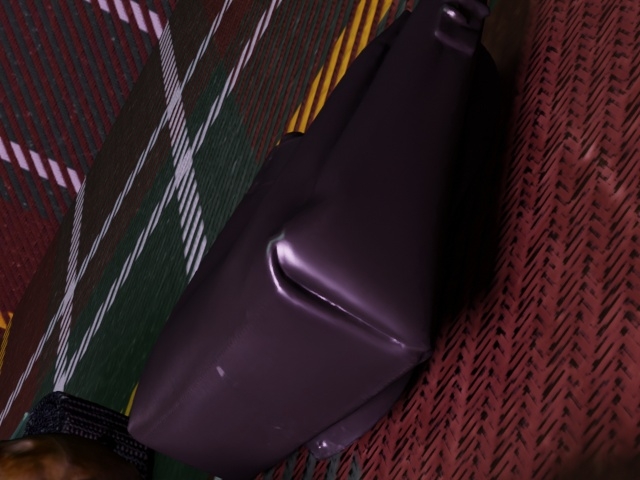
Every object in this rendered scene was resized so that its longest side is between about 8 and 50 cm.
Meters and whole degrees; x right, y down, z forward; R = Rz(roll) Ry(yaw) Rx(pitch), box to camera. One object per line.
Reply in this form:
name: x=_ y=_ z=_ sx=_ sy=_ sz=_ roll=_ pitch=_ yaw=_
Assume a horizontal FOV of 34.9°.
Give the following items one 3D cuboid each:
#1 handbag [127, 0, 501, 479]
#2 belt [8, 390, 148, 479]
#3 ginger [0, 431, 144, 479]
handbag: x=0.000 y=0.000 z=0.606 sx=0.285 sy=0.114 sz=0.257 roll=-47 pitch=20 yaw=55
belt: x=-0.271 y=0.294 z=0.914 sx=0.324 sy=0.122 sz=0.260 roll=-64 pitch=24 yaw=-2
ginger: x=-0.249 y=0.201 z=0.680 sx=0.256 sy=0.375 sz=0.176 roll=74 pitch=-164 yaw=-70
